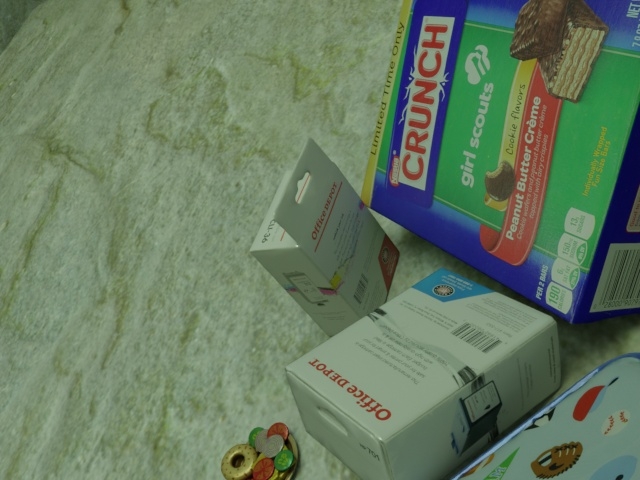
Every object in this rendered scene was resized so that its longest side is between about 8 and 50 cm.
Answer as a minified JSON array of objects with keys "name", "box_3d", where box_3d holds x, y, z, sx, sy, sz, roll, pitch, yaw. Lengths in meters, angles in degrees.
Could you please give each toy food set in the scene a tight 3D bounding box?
[{"name":"toy food set","box_3d":[-0.059,0.224,0.763,0.082,0.020,0.083,-43,36,-4]}]

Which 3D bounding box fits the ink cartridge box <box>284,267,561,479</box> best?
[{"name":"ink cartridge box","box_3d":[0.088,0.116,0.649,0.190,0.082,0.139,-30,32,-24]}]

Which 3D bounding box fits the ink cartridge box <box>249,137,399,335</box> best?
[{"name":"ink cartridge box","box_3d":[0.000,0.000,0.797,0.067,0.198,0.115,-7,47,35]}]

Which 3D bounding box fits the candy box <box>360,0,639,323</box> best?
[{"name":"candy box","box_3d":[0.189,-0.112,0.708,0.317,0.122,0.268,36,121,54]}]

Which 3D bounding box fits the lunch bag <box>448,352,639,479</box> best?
[{"name":"lunch bag","box_3d":[0.158,0.204,0.482,0.303,0.115,0.243,-36,7,2]}]
